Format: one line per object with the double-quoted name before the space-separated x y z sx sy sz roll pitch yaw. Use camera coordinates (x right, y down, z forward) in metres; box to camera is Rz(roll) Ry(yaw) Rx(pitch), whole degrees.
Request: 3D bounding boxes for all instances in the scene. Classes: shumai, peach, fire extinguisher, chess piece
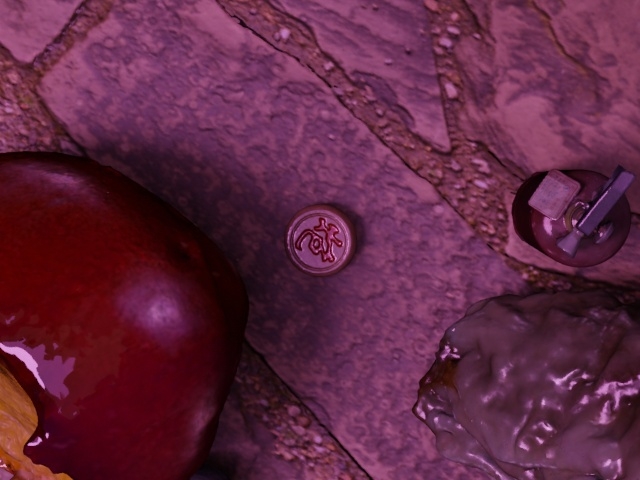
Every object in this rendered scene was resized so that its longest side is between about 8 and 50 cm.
"shumai" 0.225 0.171 0.993 0.264 0.304 0.309 19 90 16
"peach" -0.286 0.090 1.015 0.417 0.353 0.339 13 139 -1
"fire extinguisher" 0.250 -0.030 0.975 0.105 0.269 0.104 0 93 6
"chess piece" 0.000 0.000 1.120 0.084 0.038 0.083 0 93 4

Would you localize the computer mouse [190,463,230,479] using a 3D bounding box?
"computer mouse" -0.186 0.331 1.147 0.229 0.068 0.113 -24 73 18
